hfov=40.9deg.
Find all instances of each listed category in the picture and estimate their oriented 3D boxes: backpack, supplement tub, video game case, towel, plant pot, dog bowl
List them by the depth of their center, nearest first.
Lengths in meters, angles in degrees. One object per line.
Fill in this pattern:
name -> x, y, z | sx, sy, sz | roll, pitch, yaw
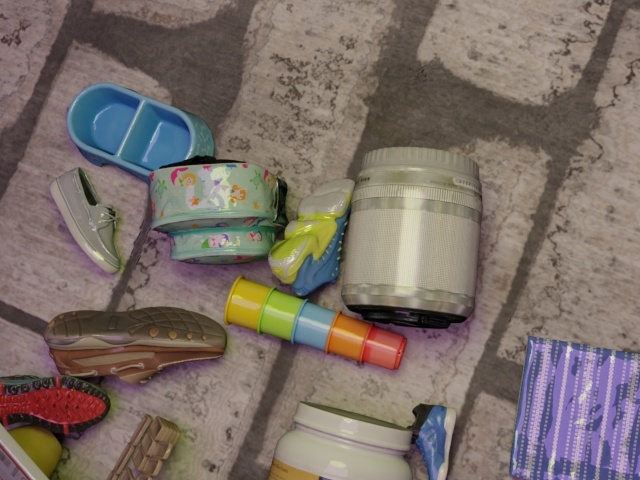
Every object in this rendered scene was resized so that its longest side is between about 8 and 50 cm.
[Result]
supplement tub -> 0.018, 0.434, 1.370 | 0.228, 0.228, 0.316 | 13, 83, 12
towel -> 0.492, 0.302, 1.406 | 0.336, 0.040, 0.243 | 9, 81, 12
backpack -> -0.178, -0.053, 1.479 | 0.225, 0.253, 0.191 | -3, 79, 9
video game case -> -0.544, 0.457, 1.480 | 0.204, 0.025, 0.285 | 45, 126, 9
plant pot -> -0.521, 0.384, 1.538 | 0.134, 0.134, 0.095 | 43, 57, 14
dog bowl -> -0.349, -0.202, 1.630 | 0.297, 0.074, 0.165 | 23, 85, 13

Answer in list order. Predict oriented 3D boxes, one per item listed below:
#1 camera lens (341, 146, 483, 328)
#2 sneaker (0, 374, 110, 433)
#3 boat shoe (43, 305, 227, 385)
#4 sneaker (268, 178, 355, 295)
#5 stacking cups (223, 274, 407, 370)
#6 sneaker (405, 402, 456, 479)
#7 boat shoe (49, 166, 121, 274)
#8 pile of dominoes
camera lens -> 0.154, 0.003, 1.427 | 0.220, 0.219, 0.274 | 5, 81, 11
sneaker -> -0.506, 0.276, 1.548 | 0.262, 0.125, 0.104 | 4, 99, -3
boat shoe -> -0.328, 0.194, 1.547 | 0.325, 0.123, 0.116 | 1, 114, 3
sneaker -> 0.000, 0.000, 1.530 | 0.091, 0.126, 0.240 | 11, 50, 41
stacking cups -> -0.005, 0.144, 1.503 | 0.316, 0.096, 0.096 | 14, 83, 9
sneaker -> 0.175, 0.350, 1.442 | 0.085, 0.058, 0.152 | 11, 78, 6
boat shoe -> -0.426, -0.043, 1.612 | 0.081, 0.079, 0.227 | -37, 73, 7
pile of dominoes -> -0.322, 0.429, 1.475 | 0.040, 0.196, 0.251 | 31, 86, -23
